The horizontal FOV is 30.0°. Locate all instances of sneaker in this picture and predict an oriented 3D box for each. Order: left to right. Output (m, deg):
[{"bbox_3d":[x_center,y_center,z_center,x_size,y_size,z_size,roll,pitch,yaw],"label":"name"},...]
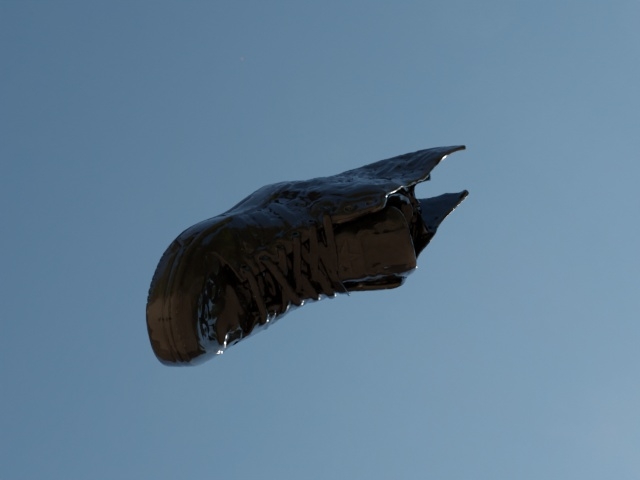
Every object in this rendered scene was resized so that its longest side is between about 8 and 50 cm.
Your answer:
[{"bbox_3d":[0.000,0.003,0.522,0.089,0.170,0.051,-1,-67,26],"label":"sneaker"}]
